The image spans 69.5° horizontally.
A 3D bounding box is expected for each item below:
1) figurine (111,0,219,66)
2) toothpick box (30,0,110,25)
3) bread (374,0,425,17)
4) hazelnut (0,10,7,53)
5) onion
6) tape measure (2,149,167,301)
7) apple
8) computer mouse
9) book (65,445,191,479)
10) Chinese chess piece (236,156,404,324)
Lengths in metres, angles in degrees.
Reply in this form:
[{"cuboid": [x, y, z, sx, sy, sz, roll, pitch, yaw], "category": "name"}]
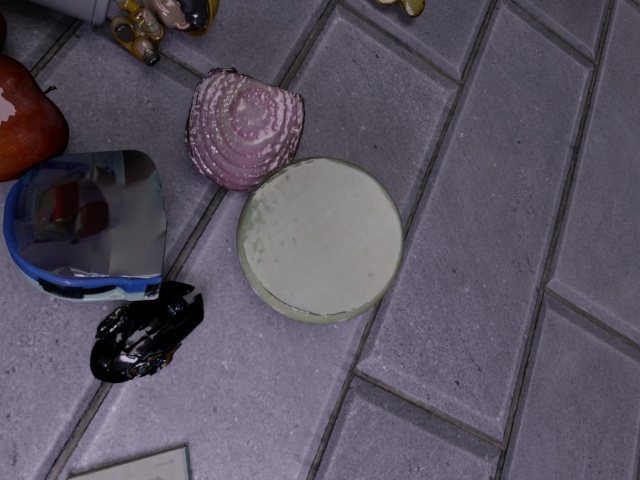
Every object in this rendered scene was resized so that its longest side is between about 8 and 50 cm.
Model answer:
[{"cuboid": [-0.337, -0.510, 1.004, 0.257, 0.167, 0.192, -43, 98, -2], "category": "figurine"}, {"cuboid": [-0.567, -0.571, 0.885, 0.316, 0.229, 0.229, 9, 73, -29], "category": "toothpick box"}, {"cuboid": [0.212, -0.707, 1.323, 0.149, 0.065, 0.188, -37, 94, -14], "category": "bread"}, {"cuboid": [-0.680, -0.398, 0.814, 0.208, 0.208, 0.208, 5, 74, -20], "category": "hazelnut"}, {"cuboid": [-0.179, -0.235, 1.027, 0.250, 0.111, 0.248, 13, 94, -28], "category": "onion"}, {"cuboid": [-0.412, -0.018, 0.832, 0.262, 0.138, 0.259, -5, 64, -18], "category": "tape measure"}, {"cuboid": [-0.564, -0.207, 0.804, 0.233, 0.234, 0.234, 5, 74, -20], "category": "apple"}, {"cuboid": [-0.325, 0.171, 0.872, 0.241, 0.077, 0.146, -43, 95, -25], "category": "computer mouse"}, {"cuboid": [-0.322, 0.533, 0.806, 0.214, 0.025, 0.283, -7, 77, -24], "category": "book"}, {"cuboid": [0.000, 0.000, 0.970, 0.349, 0.146, 0.350, 1, 79, -7], "category": "Chinese chess piece"}]
